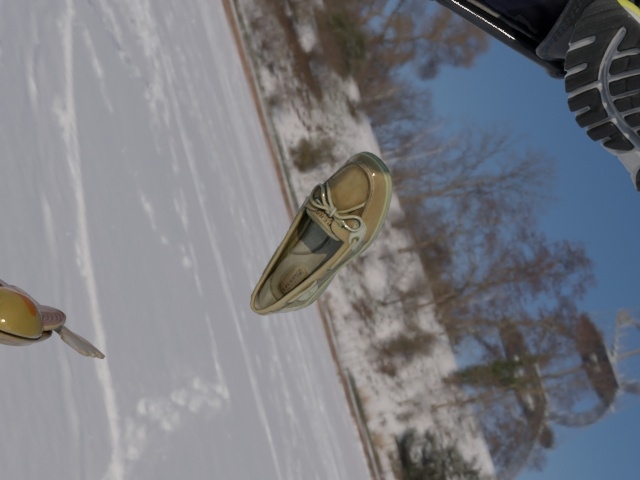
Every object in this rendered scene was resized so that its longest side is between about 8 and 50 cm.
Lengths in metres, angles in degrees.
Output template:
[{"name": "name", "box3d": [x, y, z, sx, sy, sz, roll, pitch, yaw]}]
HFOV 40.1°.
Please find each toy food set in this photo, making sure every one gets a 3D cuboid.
[{"name": "toy food set", "box3d": [-0.249, 0.037, 0.652, 0.132, 0.039, 0.192, 32, 3, 25]}]

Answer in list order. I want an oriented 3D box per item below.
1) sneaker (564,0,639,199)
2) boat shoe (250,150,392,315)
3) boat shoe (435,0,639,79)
[{"name": "sneaker", "box3d": [0.258, -0.110, 0.683, 0.208, 0.081, 0.094, 51, 51, -29]}, {"name": "boat shoe", "box3d": [-0.002, -0.001, 0.657, 0.056, 0.153, 0.048, 49, 32, 16]}, {"name": "boat shoe", "box3d": [0.253, -0.209, 0.754, 0.187, 0.500, 0.156, -64, 170, 27]}]
